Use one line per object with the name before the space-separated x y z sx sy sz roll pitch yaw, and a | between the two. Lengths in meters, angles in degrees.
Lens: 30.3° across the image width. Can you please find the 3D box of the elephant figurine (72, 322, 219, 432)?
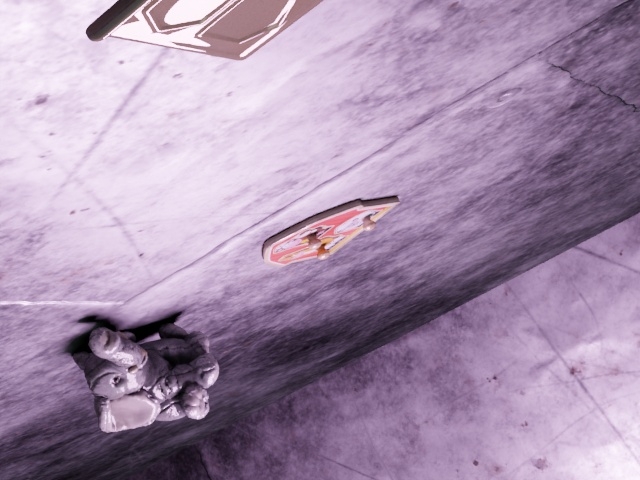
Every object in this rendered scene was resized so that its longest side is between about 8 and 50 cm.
elephant figurine | -0.285 0.193 1.733 0.239 0.186 0.169 5 -167 -44

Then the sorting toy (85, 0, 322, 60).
sorting toy | -0.045 -0.199 0.854 0.193 0.038 0.208 -32 169 29

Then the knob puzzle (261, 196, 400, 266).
knob puzzle | 0.000 0.000 1.675 0.213 0.030 0.213 -23 166 -6
